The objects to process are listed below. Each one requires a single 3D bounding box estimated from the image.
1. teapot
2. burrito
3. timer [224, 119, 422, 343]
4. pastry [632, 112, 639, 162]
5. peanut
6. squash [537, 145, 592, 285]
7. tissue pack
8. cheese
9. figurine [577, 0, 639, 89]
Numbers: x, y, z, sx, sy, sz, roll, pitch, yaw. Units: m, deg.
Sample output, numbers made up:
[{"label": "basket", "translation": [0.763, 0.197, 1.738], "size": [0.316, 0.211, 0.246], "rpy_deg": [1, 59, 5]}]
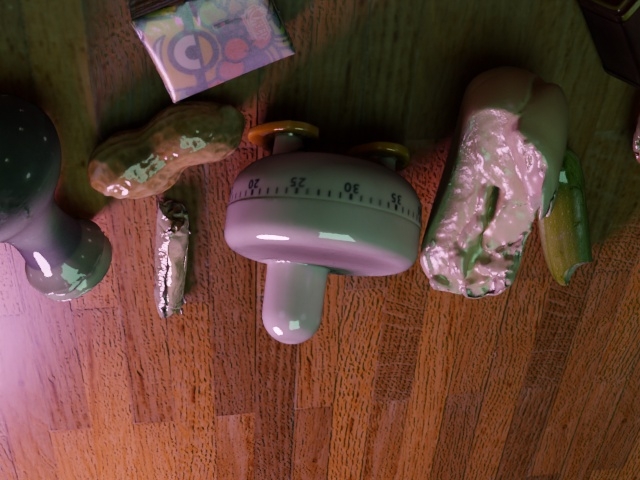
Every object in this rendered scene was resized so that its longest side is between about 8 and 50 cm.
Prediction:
[{"label": "teapot", "translation": [-0.340, -0.036, 1.033], "size": [0.183, 0.183, 0.251], "rpy_deg": [-20, 142, 6]}, {"label": "burrito", "translation": [-0.195, 0.029, 1.197], "size": [0.045, 0.041, 0.185], "rpy_deg": [-33, 145, -42]}, {"label": "timer", "translation": [0.000, 0.000, 1.080], "size": [0.233, 0.240, 0.233], "rpy_deg": [7, 170, 1]}, {"label": "pastry", "translation": [0.485, -0.150, 1.124], "size": [0.218, 0.100, 0.229], "rpy_deg": [-36, 149, 22]}, {"label": "peanut", "translation": [-0.175, -0.103, 1.060], "size": [0.192, 0.089, 0.089], "rpy_deg": [-23, 131, 9]}, {"label": "squash", "translation": [0.325, -0.028, 1.235], "size": [0.069, 0.069, 0.239], "rpy_deg": [-17, 130, 3]}, {"label": "tissue pack", "translation": [-0.115, -0.225, 0.981], "size": [0.148, 0.060, 0.109], "rpy_deg": [-20, 132, 6]}, {"label": "cheese", "translation": [0.202, -0.067, 1.072], "size": [0.127, 0.233, 0.266], "rpy_deg": [15, 128, 5]}, {"label": "figurine", "translation": [0.362, -0.258, 1.049], "size": [0.098, 0.082, 0.154], "rpy_deg": [-35, 129, 0]}]
